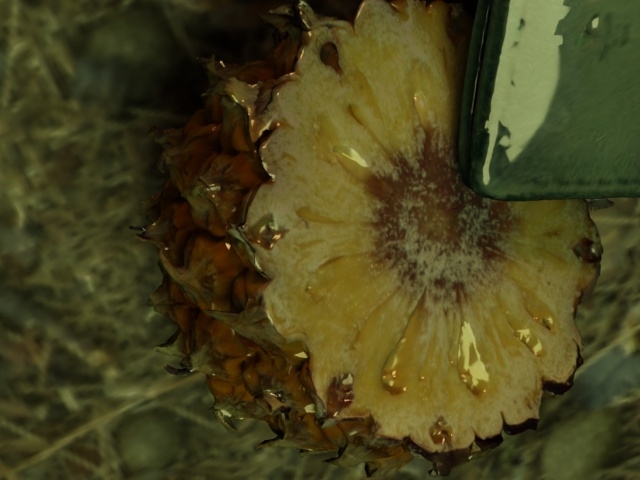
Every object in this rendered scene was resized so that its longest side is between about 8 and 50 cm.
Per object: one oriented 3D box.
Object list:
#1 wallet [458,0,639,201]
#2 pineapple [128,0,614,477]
[{"bbox_3d":[0.172,-0.152,0.644,0.251,0.054,0.290,0,115,-25],"label":"wallet"},{"bbox_3d":[-0.002,0.003,0.691,0.176,0.137,0.161,18,73,-38],"label":"pineapple"}]
